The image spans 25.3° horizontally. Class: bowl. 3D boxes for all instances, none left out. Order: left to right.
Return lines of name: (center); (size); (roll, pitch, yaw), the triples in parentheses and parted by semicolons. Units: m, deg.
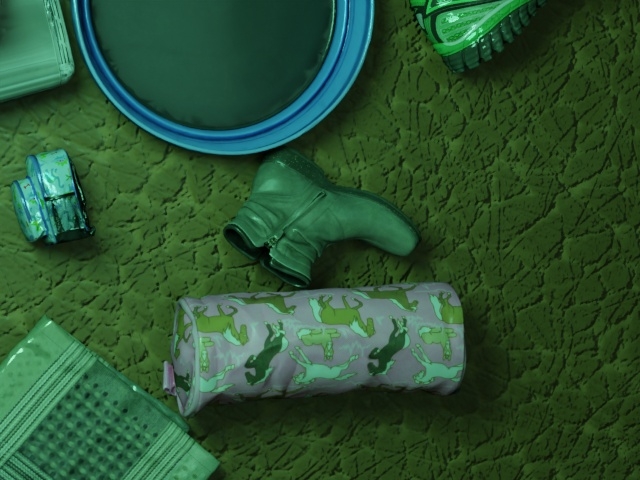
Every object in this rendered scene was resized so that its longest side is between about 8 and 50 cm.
bowl: (-0.125, -0.303, 1.802); (0.391, 0.077, 0.391); (-1, 94, -18)

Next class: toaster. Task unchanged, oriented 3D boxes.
toaster: (-0.385, -0.247, 1.693); (0.146, 0.129, 0.227); (-16, 96, -19)

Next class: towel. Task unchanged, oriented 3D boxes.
towel: (-0.334, 0.304, 1.804); (0.312, 0.056, 0.324); (43, 83, -14)

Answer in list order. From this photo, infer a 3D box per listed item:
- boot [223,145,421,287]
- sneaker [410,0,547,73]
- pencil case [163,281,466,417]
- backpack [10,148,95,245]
boot: (0.000, 0.000, 1.837); (0.246, 0.083, 0.161); (28, 59, -11)
sneaker: (0.267, -0.383, 1.896); (0.343, 0.134, 0.146); (-43, 105, -10)
pencil case: (-0.006, 0.137, 1.833); (0.386, 0.160, 0.167); (-2, 114, -18)
backpack: (-0.332, -0.052, 1.739); (0.084, 0.105, 0.114); (-12, 93, -18)
